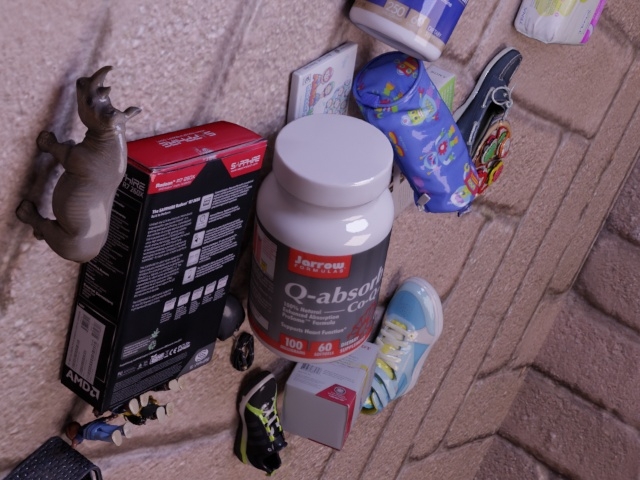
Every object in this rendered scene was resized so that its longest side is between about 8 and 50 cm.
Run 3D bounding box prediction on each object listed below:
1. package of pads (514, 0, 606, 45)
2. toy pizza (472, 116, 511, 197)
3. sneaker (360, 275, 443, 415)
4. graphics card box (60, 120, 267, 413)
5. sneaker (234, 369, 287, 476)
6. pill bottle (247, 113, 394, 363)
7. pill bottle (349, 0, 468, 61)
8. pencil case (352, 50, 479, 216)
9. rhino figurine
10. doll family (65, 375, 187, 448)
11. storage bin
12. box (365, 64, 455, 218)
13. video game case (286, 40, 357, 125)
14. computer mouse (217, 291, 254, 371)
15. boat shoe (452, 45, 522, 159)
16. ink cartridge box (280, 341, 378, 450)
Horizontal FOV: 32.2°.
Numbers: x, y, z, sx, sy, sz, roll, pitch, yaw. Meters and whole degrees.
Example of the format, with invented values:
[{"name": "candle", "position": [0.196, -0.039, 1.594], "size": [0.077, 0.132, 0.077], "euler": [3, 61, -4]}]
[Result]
[{"name": "package of pads", "position": [0.511, -0.534, 2.200], "size": [0.229, 0.101, 0.296], "euler": [-13, 127, -57]}, {"name": "toy pizza", "position": [0.362, -0.170, 2.387], "size": [0.201, 0.032, 0.201], "euler": [-42, 149, -33]}, {"name": "sneaker", "position": [0.142, 0.238, 2.311], "size": [0.208, 0.127, 0.319], "euler": [-32, 142, -46]}, {"name": "graphics card box", "position": [-0.212, 0.031, 1.498], "size": [0.233, 0.094, 0.371], "euler": [-23, 135, -52]}, {"name": "sneaker", "position": [-0.093, 0.336, 2.020], "size": [0.084, 0.097, 0.234], "euler": [-37, 146, -40]}, {"name": "pill bottle", "position": [0.000, 0.000, 1.699], "size": [0.210, 0.210, 0.363], "euler": [-38, 149, -38]}, {"name": "pill bottle", "position": [0.164, -0.414, 1.646], "size": [0.264, 0.153, 0.153], "euler": [-63, 154, 5]}, {"name": "pencil case", "position": [0.160, -0.166, 1.817], "size": [0.133, 0.119, 0.306], "euler": [-54, 136, -20]}, {"name": "rhino figurine", "position": [-0.267, -0.085, 1.263], "size": [0.073, 0.106, 0.243], "euler": [-13, 128, -57]}, {"name": "doll family", "position": [-0.284, 0.242, 1.589], "size": [0.193, 0.111, 0.076], "euler": [-15, 104, -54]}, {"name": "storage bin", "position": [-0.394, 0.379, 1.542], "size": [0.180, 0.084, 0.122], "euler": [-42, 149, -34]}, {"name": "box", "position": [0.124, -0.136, 1.972], "size": [0.322, 0.058, 0.232], "euler": [-41, 148, -31]}, {"name": "video game case", "position": [0.000, -0.214, 1.706], "size": [0.143, 0.019, 0.157], "euler": [-36, 146, -40]}, {"name": "computer mouse", "position": [-0.138, 0.158, 1.821], "size": [0.071, 0.041, 0.242], "euler": [-51, 154, -19]}, {"name": "boat shoe", "position": [0.332, -0.269, 2.177], "size": [0.254, 0.079, 0.095], "euler": [-53, 153, -14]}, {"name": "ink cartridge box", "position": [0.018, 0.273, 2.070], "size": [0.176, 0.128, 0.127], "euler": [-57, 160, -49]}]
